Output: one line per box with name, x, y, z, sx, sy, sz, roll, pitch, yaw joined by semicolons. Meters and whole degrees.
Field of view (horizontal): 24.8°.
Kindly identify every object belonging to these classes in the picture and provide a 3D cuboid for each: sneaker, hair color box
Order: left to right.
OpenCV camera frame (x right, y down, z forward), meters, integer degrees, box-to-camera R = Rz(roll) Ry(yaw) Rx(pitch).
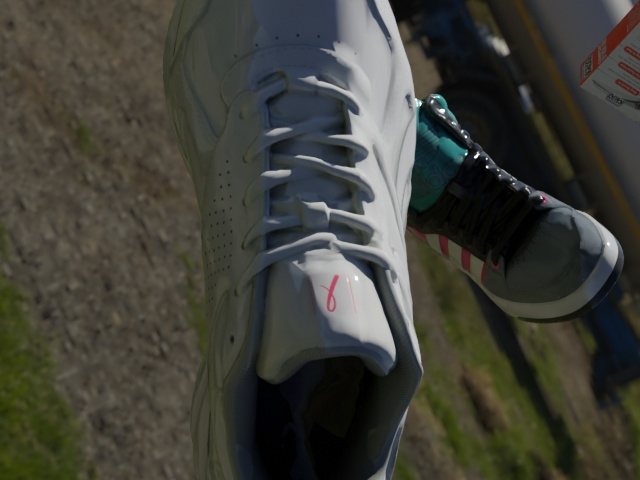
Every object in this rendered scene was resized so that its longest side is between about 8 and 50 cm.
sneaker;0.000;0.000;0.476;0.115;0.090;0.232;-146;-129;-78
sneaker;0.123;-0.040;1.258;0.178;0.124;0.295;37;-3;-28
hair color box;0.391;-0.226;1.706;0.093;0.167;0.053;30;38;-14
